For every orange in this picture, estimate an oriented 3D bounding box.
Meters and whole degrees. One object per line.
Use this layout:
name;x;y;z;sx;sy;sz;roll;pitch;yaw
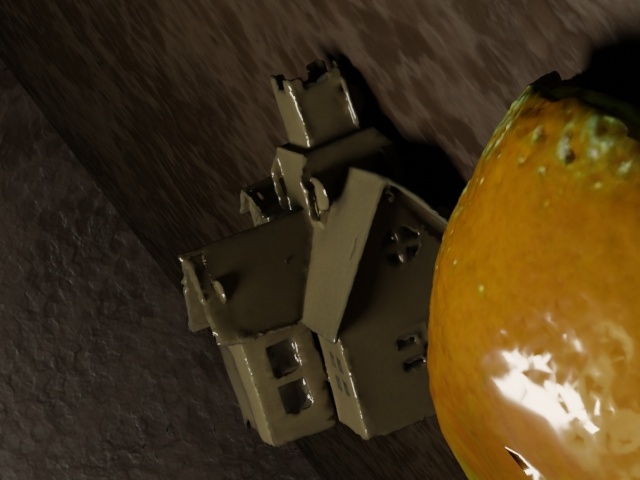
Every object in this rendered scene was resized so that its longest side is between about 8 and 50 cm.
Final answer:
orange;0.171;0.075;0.821;0.262;0.196;0.334;32;153;25

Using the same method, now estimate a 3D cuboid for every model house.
model house;0.000;0.000;1.203;0.211;0.204;0.243;22;131;67
